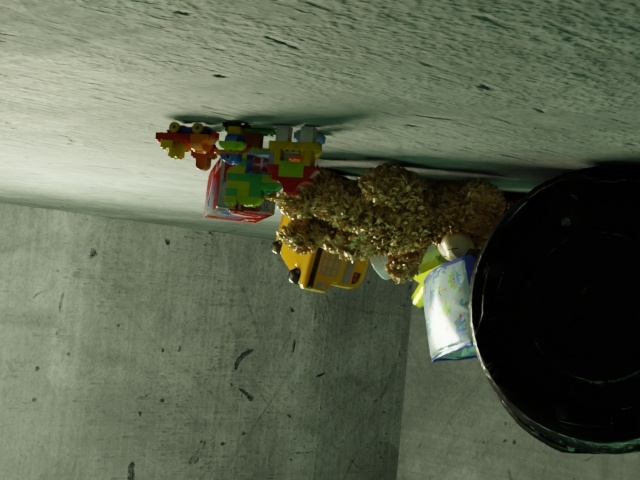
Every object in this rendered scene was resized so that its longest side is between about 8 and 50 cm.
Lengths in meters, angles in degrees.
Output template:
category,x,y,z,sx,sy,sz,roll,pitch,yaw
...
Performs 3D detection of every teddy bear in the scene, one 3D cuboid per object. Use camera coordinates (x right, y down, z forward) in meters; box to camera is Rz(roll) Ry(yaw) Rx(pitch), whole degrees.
category,x,y,z,sx,sy,sz,roll,pitch,yaw
teddy bear,0.097,-0.023,1.717,0.337,0.113,0.245,13,136,-8

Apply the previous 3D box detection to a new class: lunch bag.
category,x,y,z,sx,sy,sz,roll,pitch,yaw
lunch bag,0.203,0.099,1.681,0.096,0.129,0.151,-6,165,-5

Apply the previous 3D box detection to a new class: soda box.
category,x,y,z,sx,sy,sz,roll,pitch,yaw
soda box,-0.125,-0.078,1.857,0.092,0.084,0.263,6,178,-10

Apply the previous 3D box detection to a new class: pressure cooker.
category,x,y,z,sx,sy,sz,roll,pitch,yaw
pressure cooker,0.433,0.101,1.607,0.375,0.370,0.420,-6,173,27

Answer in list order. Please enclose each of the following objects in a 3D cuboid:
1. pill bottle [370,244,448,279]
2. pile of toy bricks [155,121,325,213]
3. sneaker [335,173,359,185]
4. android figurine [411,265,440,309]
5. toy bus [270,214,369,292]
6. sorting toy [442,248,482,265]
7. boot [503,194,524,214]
category,x,y,z,sx,sy,sz,roll,pitch,yaw
pill bottle,0.168,-0.008,1.867,0.184,0.103,0.103,-26,164,22
pile of toy bricks,-0.092,-0.084,1.452,0.212,0.105,0.118,4,177,19
sneaker,0.027,-0.070,1.919,0.132,0.086,0.228,12,174,40
android figurine,0.278,0.053,2.255,0.248,0.273,0.056,40,-141,13
toy bus,0.000,0.000,2.034,0.130,0.108,0.333,14,-168,-15
sorting toy,0.296,0.018,2.038,0.229,0.041,0.307,15,-161,-8
boot,0.280,-0.039,1.916,0.176,0.088,0.244,8,180,-26
